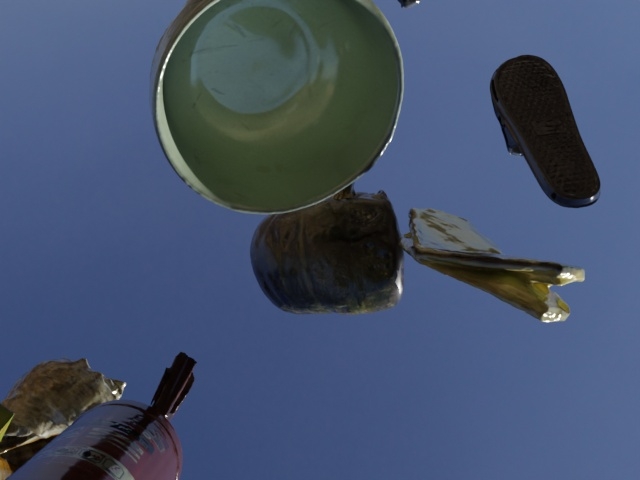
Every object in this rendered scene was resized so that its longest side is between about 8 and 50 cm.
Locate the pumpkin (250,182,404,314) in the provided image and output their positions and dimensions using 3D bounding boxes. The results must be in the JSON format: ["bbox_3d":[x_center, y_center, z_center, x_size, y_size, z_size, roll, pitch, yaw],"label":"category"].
[{"bbox_3d":[0.000,0.000,1.576,0.232,0.242,0.325,-3,-178,-11],"label":"pumpkin"}]

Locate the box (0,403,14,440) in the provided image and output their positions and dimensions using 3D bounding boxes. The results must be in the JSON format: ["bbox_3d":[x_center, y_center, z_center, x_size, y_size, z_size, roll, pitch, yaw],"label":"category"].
[{"bbox_3d":[-0.541,0.356,1.332,0.062,0.175,0.260,34,-142,-2],"label":"box"}]

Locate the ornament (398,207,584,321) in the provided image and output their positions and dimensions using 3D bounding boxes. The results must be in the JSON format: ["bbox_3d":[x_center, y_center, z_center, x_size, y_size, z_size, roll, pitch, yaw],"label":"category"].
[{"bbox_3d":[0.148,0.017,0.972,0.180,0.059,0.201,5,-164,-45],"label":"ornament"}]

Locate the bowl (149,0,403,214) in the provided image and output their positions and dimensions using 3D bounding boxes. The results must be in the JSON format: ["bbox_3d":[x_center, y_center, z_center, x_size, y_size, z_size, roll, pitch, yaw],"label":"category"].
[{"bbox_3d":[-0.066,-0.201,1.182,0.307,0.307,0.163,-17,-143,-11],"label":"bowl"}]

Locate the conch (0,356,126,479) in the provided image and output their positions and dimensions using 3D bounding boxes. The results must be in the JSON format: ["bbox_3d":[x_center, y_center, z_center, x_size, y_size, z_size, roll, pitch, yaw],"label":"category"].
[{"bbox_3d":[-0.480,0.300,1.674,0.291,0.210,0.159,-9,-126,-31],"label":"conch"}]

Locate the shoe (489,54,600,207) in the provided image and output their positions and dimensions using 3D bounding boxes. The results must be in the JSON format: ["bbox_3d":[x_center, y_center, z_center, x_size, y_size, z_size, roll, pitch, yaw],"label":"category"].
[{"bbox_3d":[0.173,-0.078,0.762,0.062,0.053,0.159,-8,-128,-8],"label":"shoe"}]

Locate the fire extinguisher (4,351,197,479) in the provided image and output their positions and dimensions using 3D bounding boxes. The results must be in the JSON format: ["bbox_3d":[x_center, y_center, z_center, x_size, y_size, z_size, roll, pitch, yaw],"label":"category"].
[{"bbox_3d":[-0.161,0.174,0.753,0.106,0.147,0.337,34,-174,0],"label":"fire extinguisher"}]

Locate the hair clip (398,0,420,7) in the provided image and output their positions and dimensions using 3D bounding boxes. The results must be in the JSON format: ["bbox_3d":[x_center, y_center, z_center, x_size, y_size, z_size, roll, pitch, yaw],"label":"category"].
[{"bbox_3d":[0.091,-0.428,1.408,0.146,0.187,0.056,-28,-151,15],"label":"hair clip"}]
